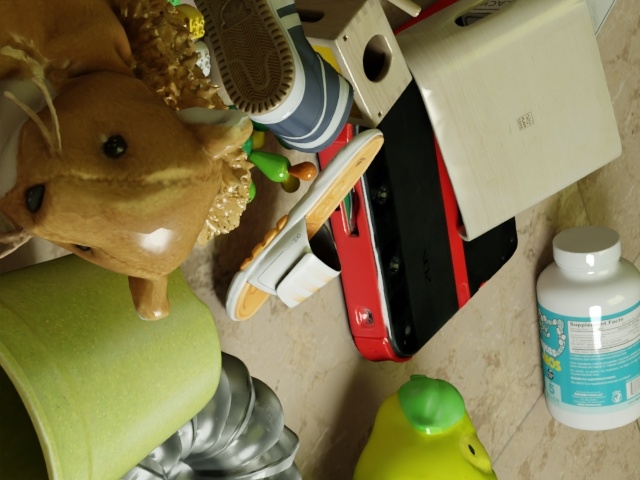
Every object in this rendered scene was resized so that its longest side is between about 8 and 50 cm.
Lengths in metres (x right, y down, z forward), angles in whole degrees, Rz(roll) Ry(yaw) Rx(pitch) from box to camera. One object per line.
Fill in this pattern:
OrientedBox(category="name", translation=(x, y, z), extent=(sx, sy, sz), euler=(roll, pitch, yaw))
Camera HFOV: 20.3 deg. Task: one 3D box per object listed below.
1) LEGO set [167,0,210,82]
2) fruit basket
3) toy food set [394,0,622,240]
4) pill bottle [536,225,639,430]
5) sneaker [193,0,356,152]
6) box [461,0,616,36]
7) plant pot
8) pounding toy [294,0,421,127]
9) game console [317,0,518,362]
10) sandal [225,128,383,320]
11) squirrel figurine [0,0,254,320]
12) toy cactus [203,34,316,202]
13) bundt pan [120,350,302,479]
OrientedBox(category="LEGO set", translation=(-0.136, -0.233, 1.679), extent=(0.087, 0.093, 0.227), euler=(-28, 124, -48))
OrientedBox(category="fruit basket", translation=(0.139, 0.364, 2.119), extent=(0.392, 0.283, 0.392), euler=(-49, 157, -29))
OrientedBox(category="toy food set", translation=(0.223, -0.163, 2.123), extent=(0.219, 0.092, 0.306), euler=(-28, 131, -7))
OrientedBox(category="pill bottle", translation=(0.374, 0.117, 2.465), extent=(0.146, 0.146, 0.264), euler=(-31, 123, -43))
OrientedBox(category="sneaker", translation=(-0.049, -0.216, 1.810), extent=(0.153, 0.099, 0.282), euler=(36, 35, -54))
OrientedBox(category="box", translation=(0.286, -0.308, 2.249), extent=(0.290, 0.087, 0.169), euler=(-59, 142, -35))
OrientedBox(category="plant pot", translation=(-0.235, 0.122, 1.586), extent=(0.254, 0.276, 0.276), euler=(-29, 121, -43))
OrientedBox(category="pounding toy", translation=(0.014, -0.219, 1.887), extent=(0.094, 0.181, 0.206), euler=(-53, 136, -28))
OrientedBox(category="game console", translation=(0.125, -0.076, 2.182), extent=(0.342, 0.060, 0.387), euler=(-42, 131, -45))
OrientedBox(category="sandal", translation=(-0.003, 0.000, 1.922), extent=(0.265, 0.076, 0.102), euler=(-52, 165, 15))
OrientedBox(category="squirrel figurine", translation=(-0.188, -0.111, 1.461), extent=(0.397, 0.370, 0.281), euler=(2, 118, -54))
OrientedBox(category="toy cactus", translation=(-0.089, -0.125, 1.864), extent=(0.219, 0.112, 0.181), euler=(-15, 102, -40))
OrientedBox(category="bundt pan", translation=(-0.146, 0.255, 1.811), extent=(0.330, 0.124, 0.331), euler=(-2, 94, -41))
